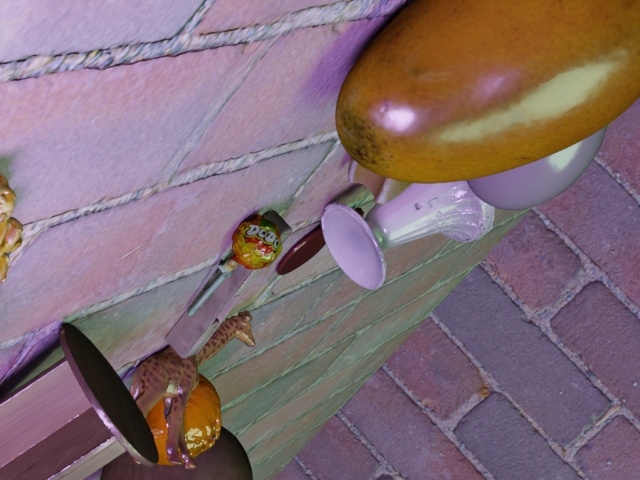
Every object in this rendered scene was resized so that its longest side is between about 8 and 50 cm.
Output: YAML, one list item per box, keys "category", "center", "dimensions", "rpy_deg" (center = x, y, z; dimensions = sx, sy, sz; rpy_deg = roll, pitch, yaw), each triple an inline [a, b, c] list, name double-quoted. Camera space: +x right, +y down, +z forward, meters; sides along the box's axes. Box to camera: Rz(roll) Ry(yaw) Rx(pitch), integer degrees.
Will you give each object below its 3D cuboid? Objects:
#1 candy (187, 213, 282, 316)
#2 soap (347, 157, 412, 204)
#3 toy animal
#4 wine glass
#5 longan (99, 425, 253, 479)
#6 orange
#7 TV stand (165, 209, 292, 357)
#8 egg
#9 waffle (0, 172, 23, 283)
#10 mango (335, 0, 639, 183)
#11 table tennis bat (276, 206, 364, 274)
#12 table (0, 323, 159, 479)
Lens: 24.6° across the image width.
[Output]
- category: "candy"
  center: [-0.109, 0.039, 1.723]
  dimensions: [0.060, 0.060, 0.201]
  rpy_deg: [-31, 171, -46]
- category: "soap"
  center: [0.114, -0.146, 1.726]
  dimensions: [0.140, 0.073, 0.232]
  rpy_deg: [-43, 169, -22]
- category: "toy animal"
  center: [-0.171, 0.178, 1.886]
  dimensions: [0.054, 0.149, 0.275]
  rpy_deg: [-18, -141, 43]
- category: "wine glass"
  center: [0.116, -0.034, 1.943]
  dimensions: [0.196, 0.165, 0.165]
  rpy_deg: [-34, 166, -27]
- category: "longan"
  center: [-0.213, 0.364, 2.120]
  dimensions: [0.246, 0.215, 0.246]
  rpy_deg: [-38, 145, -34]
- category: "orange"
  center: [-0.194, 0.240, 1.968]
  dimensions: [0.136, 0.117, 0.135]
  rpy_deg: [-30, 142, -27]
- category: "TV stand"
  center: [-0.114, 0.058, 1.783]
  dimensions: [0.042, 0.036, 0.249]
  rpy_deg: [-25, 159, -52]
- category: "egg"
  center: [0.260, -0.139, 1.821]
  dimensions: [0.176, 0.176, 0.232]
  rpy_deg: [-31, 148, -47]
- category: "waffle"
  center: [-0.280, 0.021, 1.049]
  dimensions: [0.161, 0.046, 0.192]
  rpy_deg: [-38, 168, -33]
- category: "mango"
  center: [0.184, -0.182, 1.489]
  dimensions: [0.378, 0.221, 0.264]
  rpy_deg: [-29, 168, -12]
- category: "table tennis bat"
  center: [0.000, 0.000, 2.014]
  dimensions: [0.155, 0.019, 0.098]
  rpy_deg: [-34, 165, -27]
- category: "table"
  center: [-0.300, 0.215, 1.471]
  dimensions: [0.227, 0.167, 0.167]
  rpy_deg: [-34, 169, 1]
